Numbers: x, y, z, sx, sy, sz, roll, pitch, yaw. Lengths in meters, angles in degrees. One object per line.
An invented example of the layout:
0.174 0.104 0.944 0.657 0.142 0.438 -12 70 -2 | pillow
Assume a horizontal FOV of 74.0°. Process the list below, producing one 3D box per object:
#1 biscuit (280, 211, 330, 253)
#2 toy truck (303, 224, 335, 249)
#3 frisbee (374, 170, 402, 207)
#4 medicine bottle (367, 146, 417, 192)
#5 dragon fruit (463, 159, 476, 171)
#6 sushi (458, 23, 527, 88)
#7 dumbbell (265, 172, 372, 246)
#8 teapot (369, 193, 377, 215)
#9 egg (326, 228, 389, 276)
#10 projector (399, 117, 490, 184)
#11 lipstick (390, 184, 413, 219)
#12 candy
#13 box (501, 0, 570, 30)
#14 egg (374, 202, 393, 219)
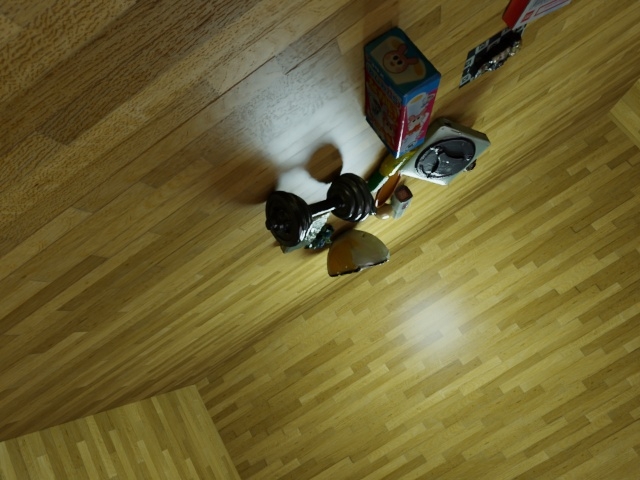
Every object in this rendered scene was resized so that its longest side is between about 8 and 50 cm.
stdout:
-0.061 -0.036 1.680 0.150 0.052 0.252 -22 161 -31 | biscuit
0.001 -0.001 1.859 0.154 0.077 0.080 -41 161 30 | toy truck
0.268 -0.221 1.726 0.192 0.035 0.192 -48 161 -23 | frisbee
0.252 -0.267 1.555 0.095 0.064 0.260 -17 158 -38 | medicine bottle
0.568 -0.343 1.777 0.219 0.148 0.223 -32 164 0 | dragon fruit
0.534 -0.546 1.279 0.215 0.050 0.192 -32 164 1 | sushi
-0.002 -0.104 1.359 0.407 0.179 0.179 -22 161 -36 | dumbbell
0.177 -0.155 1.761 0.091 0.124 0.092 -16 -148 16 | teapot
0.167 0.045 2.084 0.338 0.200 0.337 -15 -176 1 | egg
0.467 -0.323 1.615 0.258 0.079 0.259 9 144 -28 | projector
0.380 -0.177 2.052 0.079 0.077 0.253 -30 165 -7 | lipstick
0.187 -0.342 1.037 0.100 0.157 0.306 -32 165 -3 | candy
0.591 -0.644 1.097 0.230 0.050 0.123 -29 166 -13 | box
0.293 -0.137 2.000 0.097 0.080 0.080 -12 155 -43 | egg
